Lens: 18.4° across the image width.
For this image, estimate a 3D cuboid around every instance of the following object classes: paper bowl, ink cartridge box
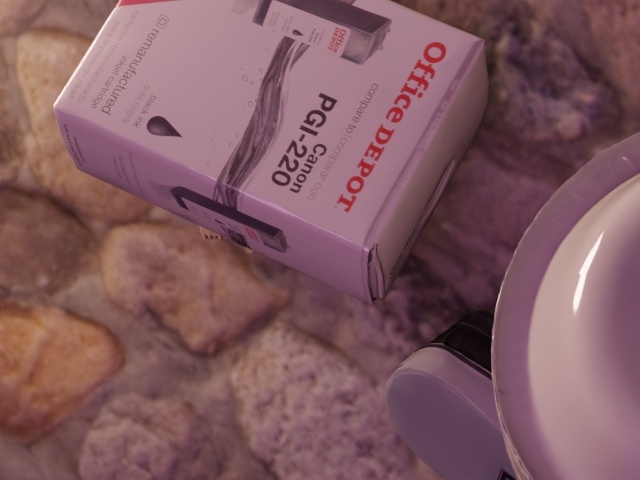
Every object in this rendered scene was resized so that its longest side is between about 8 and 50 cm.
[{"bbox_3d":[0.235,0.063,1.070,0.284,0.148,0.284,-3,68,8],"label":"paper bowl"},{"bbox_3d":[-0.027,-0.081,1.196,0.218,0.092,0.158,25,71,13],"label":"ink cartridge box"}]

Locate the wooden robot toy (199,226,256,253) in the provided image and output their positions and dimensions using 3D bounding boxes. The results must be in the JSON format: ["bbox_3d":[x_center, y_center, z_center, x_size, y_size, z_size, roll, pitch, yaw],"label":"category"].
[{"bbox_3d":[0.000,0.000,1.271,0.173,0.076,0.079,-6,109,25],"label":"wooden robot toy"}]

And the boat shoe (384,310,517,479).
[{"bbox_3d":[0.182,0.159,1.201,0.306,0.105,0.113,37,142,23],"label":"boat shoe"}]
